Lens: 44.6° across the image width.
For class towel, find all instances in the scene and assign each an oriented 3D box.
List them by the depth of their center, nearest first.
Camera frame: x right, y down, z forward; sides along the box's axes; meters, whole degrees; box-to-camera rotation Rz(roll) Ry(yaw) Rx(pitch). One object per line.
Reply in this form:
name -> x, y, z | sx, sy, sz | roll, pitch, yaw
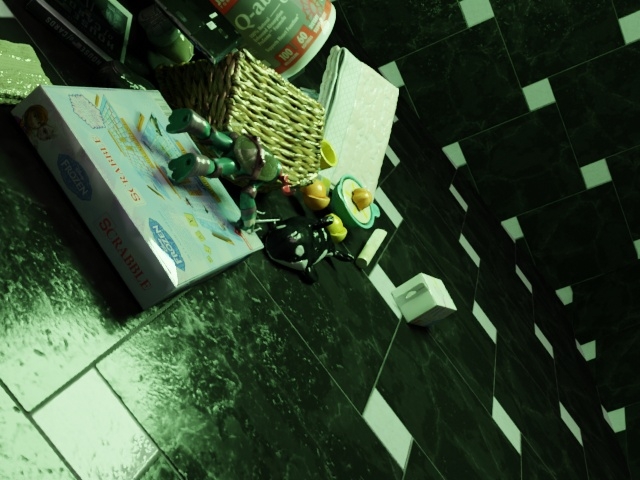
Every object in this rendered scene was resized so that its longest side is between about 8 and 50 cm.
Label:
towel -> -0.421, -0.229, 1.053 | 0.110, 0.027, 0.148 | 58, 20, 8
towel -> -0.006, -0.125, 1.807 | 0.083, 0.009, 0.060 | 27, 75, -49
towel -> 0.084, -0.275, 1.948 | 0.317, 0.053, 0.331 | 21, 82, -57

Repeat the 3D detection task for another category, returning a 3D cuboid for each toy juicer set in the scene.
toy juicer set -> 0.073, -0.061, 1.765 | 0.329, 0.090, 0.209 | 47, 33, -30

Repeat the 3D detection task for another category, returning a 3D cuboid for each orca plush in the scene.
orca plush -> 0.000, 0.000, 1.533 | 0.287, 0.102, 0.151 | 23, 36, -56

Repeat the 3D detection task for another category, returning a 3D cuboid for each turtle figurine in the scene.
turtle figurine -> -0.134, -0.119, 1.223 | 0.234, 0.118, 0.175 | 21, 37, -51

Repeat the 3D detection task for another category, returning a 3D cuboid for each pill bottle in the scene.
pill bottle -> -0.161, -0.527, 1.652 | 0.363, 0.210, 0.210 | 35, 26, -27

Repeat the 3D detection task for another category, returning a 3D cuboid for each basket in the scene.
basket -> -0.162, -0.205, 1.514 | 0.299, 0.223, 0.213 | 25, 68, -55

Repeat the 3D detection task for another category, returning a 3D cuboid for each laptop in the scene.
laptop -> -0.288, -0.382, 1.339 | 0.264, 0.137, 0.234 | 46, 22, -14

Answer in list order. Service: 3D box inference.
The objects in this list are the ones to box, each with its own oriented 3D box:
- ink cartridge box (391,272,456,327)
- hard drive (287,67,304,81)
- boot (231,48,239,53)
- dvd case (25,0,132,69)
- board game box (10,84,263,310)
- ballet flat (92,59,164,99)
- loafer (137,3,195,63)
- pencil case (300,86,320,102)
ink cartridge box -> 0.246, 0.145, 1.876 | 0.143, 0.092, 0.089 | 18, 41, -57
hard drive -> -0.145, -0.562, 1.989 | 0.237, 0.064, 0.339 | 52, -4, 9
boot -> -0.223, -0.543, 1.935 | 0.190, 0.086, 0.069 | 49, 20, -15
dvd case -> -0.410, -0.396, 1.351 | 0.179, 0.030, 0.238 | 40, 23, -33
board game box -> -0.248, -0.078, 1.145 | 0.318, 0.066, 0.318 | 56, 19, 3
ballet flat -> -0.314, -0.249, 1.323 | 0.173, 0.049, 0.057 | 39, 30, -54
loafer -> -0.300, -0.414, 1.547 | 0.087, 0.094, 0.251 | 57, 9, -36
pencil case -> -0.082, -0.306, 1.817 | 0.113, 0.124, 0.273 | 57, 21, 7
